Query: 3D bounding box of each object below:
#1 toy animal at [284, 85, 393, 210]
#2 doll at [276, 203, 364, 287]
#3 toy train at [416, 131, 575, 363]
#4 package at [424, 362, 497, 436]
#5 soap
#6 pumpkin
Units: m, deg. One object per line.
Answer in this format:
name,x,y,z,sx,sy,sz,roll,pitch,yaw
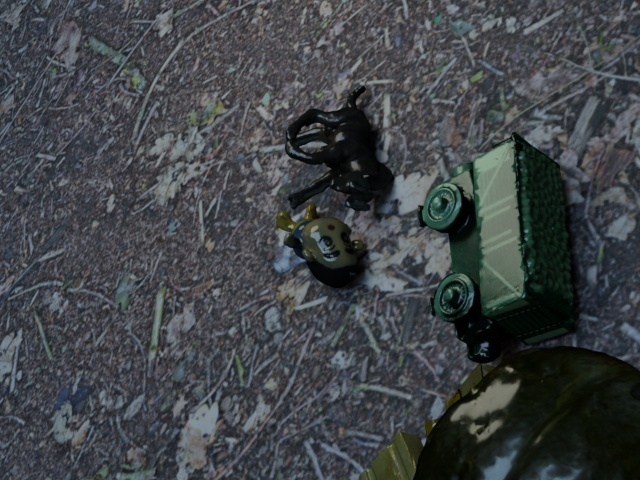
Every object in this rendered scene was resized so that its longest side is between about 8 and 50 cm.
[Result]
toy animal,0.025,-0.123,1.745,0.148,0.084,0.232,-2,44,0
doll,0.000,0.000,1.693,0.179,0.102,0.088,47,143,45
toy train,0.204,0.009,1.457,0.154,0.115,0.269,-28,47,37
package,0.172,0.203,1.409,0.071,0.047,0.131,-99,30,-42
soap,0.114,0.335,1.374,0.092,0.037,0.252,-54,37,27
pumpkin,0.230,0.255,1.164,0.225,0.256,0.303,24,98,46
